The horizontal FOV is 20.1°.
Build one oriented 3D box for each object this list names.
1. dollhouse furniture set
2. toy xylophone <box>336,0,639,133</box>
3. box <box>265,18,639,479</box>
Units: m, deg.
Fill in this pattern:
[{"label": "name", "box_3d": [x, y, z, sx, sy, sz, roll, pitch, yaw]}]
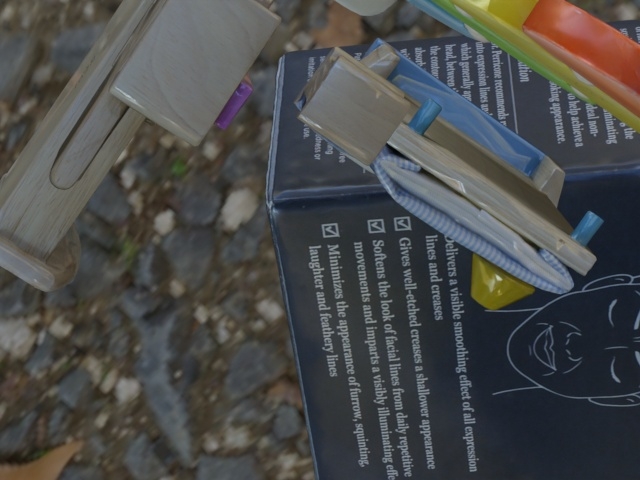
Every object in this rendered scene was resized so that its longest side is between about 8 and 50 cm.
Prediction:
[{"label": "dollhouse furniture set", "box_3d": [0.000, 0.000, 0.960, 0.303, 0.286, 0.198, 33, 100, -13]}, {"label": "toy xylophone", "box_3d": [0.116, -0.056, 0.565, 0.236, 0.323, 0.081, 27, 97, -42]}, {"label": "box", "box_3d": [0.176, 0.015, 1.344, 0.395, 0.293, 0.212, -4, 36, 5]}]
